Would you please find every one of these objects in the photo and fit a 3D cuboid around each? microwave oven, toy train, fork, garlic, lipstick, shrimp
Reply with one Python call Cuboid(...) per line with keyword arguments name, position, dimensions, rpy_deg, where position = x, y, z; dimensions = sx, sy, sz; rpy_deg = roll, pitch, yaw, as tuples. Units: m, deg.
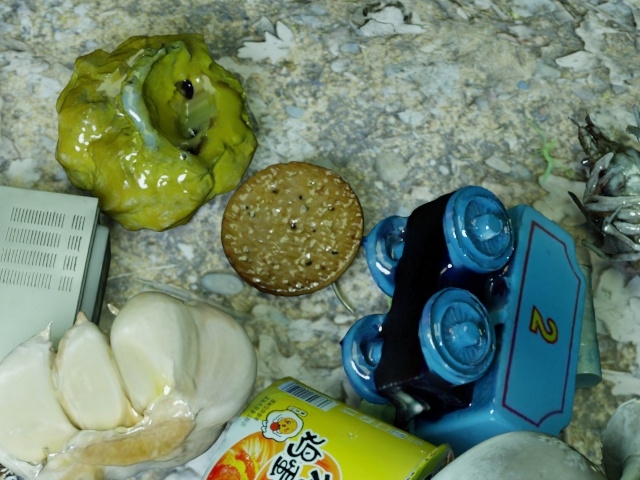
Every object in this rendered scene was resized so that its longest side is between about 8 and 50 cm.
Cuboid(name="microwave oven", position=(-0.350, 0.075, 1.527), dimensions=(0.194, 0.145, 0.240), rpy_deg=(9, 59, -6))
Cuboid(name="toy train", position=(0.179, 0.103, 1.526), dimensions=(0.265, 0.188, 0.300), rpy_deg=(32, 55, -28))
Cuboid(name="fork", position=(0.006, -0.002, 1.690), dimensions=(0.028, 0.034, 0.219), rpy_deg=(-17, 63, -8))
Cuboid(name="garlic", position=(-0.203, 0.157, 1.367), dimensions=(0.281, 0.184, 0.203), rpy_deg=(-27, 53, 2))
Cuboid(name="lipstick", position=(0.331, 0.109, 1.665), dimensions=(0.048, 0.048, 0.158), rpy_deg=(5, 59, -6))
Cuboid(name="shrimp", position=(0.442, -0.013, 1.700), dimensions=(0.221, 0.166, 0.410), rpy_deg=(-17, 76, -20))

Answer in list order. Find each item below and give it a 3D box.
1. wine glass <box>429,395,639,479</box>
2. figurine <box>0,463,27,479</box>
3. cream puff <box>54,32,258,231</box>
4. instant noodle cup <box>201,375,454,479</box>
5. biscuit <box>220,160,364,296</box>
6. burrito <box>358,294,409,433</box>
Cuboid(name="wine glass", position=(0.248, 0.298, 1.331), dimensions=(0.323, 0.238, 0.238), rpy_deg=(-14, 62, -28))
Cuboid(name="figurine", position=(-0.363, 0.341, 1.352), dimensions=(0.187, 0.168, 0.315), rpy_deg=(28, 61, 19))
Cuboid(name="cream puff", position=(-0.211, -0.156, 1.662), dimensions=(0.282, 0.185, 0.281), rpy_deg=(2, 60, -3))
Cuboid(name="instant noodle cup", position=(-0.005, 0.285, 1.401), dimensions=(0.200, 0.264, 0.264), rpy_deg=(29, 59, 19))
Cuboid(name="biscuit", position=(-0.036, -0.015, 1.671), dimensions=(0.188, 0.027, 0.187), rpy_deg=(-2, 67, 6))
Cuboid(name="burrito", position=(0.075, 0.169, 1.590), dimensions=(0.104, 0.054, 0.288), rpy_deg=(16, 60, 3))
